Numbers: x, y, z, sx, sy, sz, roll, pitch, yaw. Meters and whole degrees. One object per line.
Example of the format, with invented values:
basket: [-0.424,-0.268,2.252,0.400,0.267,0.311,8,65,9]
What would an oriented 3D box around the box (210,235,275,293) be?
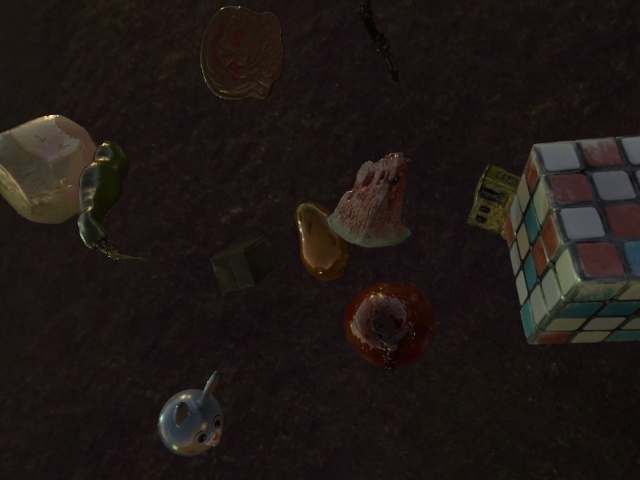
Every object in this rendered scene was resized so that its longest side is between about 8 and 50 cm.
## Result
box: [-0.298,0.091,2.024,0.155,0.231,0.149,-16,99,16]

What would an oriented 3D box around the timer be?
timer: [-0.293,0.431,1.237,0.255,0.175,0.175,-35,48,48]

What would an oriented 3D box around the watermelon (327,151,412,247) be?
watermelon: [0.071,-0.056,0.805,0.121,0.158,0.098,-33,48,-28]

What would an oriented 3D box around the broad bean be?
broad bean: [-0.361,-0.076,0.870,0.056,0.098,0.318,-50,45,28]

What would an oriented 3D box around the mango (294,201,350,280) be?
mango: [0.006,0.001,1.043,0.115,0.089,0.165,-1,102,37]

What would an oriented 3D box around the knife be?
knife: [0.128,-0.441,1.133,0.045,0.222,0.021,-9,45,22]

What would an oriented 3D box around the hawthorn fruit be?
hawthorn fruit: [0.213,0.266,1.642,0.315,0.316,0.316,-14,61,27]

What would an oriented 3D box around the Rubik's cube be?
Rubik's cube: [0.464,0.006,0.823,0.256,0.259,0.253,-3,61,5]

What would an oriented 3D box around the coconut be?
coconut: [-0.591,-0.160,1.155,0.227,0.227,0.230,10,37,36]

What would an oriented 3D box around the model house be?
model house: [0.625,-0.120,1.695,0.234,0.175,0.194,20,120,12]

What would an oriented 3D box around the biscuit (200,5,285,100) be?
biscuit: [-0.237,-0.565,1.570,0.257,0.049,0.273,9,108,1]
